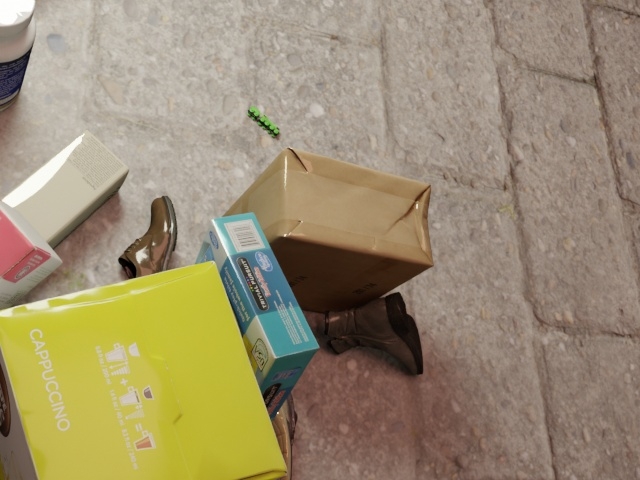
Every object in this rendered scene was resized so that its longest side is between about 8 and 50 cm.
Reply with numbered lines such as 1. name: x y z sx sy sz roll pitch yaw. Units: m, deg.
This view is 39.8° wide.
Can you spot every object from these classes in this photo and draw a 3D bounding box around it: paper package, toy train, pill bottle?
1. paper package: 0.000 0.000 1.611 0.309 0.325 0.168 11 63 -24
2. toy train: -0.118 -0.250 1.850 0.083 0.017 0.024 40 45 -5
3. pill bottle: -0.570 -0.341 1.507 0.153 0.264 0.153 11 63 -23

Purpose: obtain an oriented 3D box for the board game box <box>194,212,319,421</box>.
1. board game box: -0.138 0.161 1.423 0.079 0.336 0.254 -10 57 -30

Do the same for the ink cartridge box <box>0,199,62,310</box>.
1. ink cartridge box: -0.543 0.074 1.307 0.283 0.207 0.117 -42 89 -9

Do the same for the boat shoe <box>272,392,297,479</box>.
1. boat shoe: -0.085 0.321 1.556 0.092 0.102 0.285 21 54 -56

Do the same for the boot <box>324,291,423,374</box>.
1. boot: 0.103 0.189 1.707 0.161 0.247 0.084 -15 48 13

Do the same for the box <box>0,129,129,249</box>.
1. box: -0.467 -0.062 1.535 0.113 0.094 0.275 44 56 -3

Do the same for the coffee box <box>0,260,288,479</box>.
1. coffee box: -0.304 0.269 1.320 0.338 0.334 0.338 -12 74 -31

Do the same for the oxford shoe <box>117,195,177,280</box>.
1. oxford shoe: -0.310 0.016 1.589 0.096 0.083 0.227 12 61 -17
